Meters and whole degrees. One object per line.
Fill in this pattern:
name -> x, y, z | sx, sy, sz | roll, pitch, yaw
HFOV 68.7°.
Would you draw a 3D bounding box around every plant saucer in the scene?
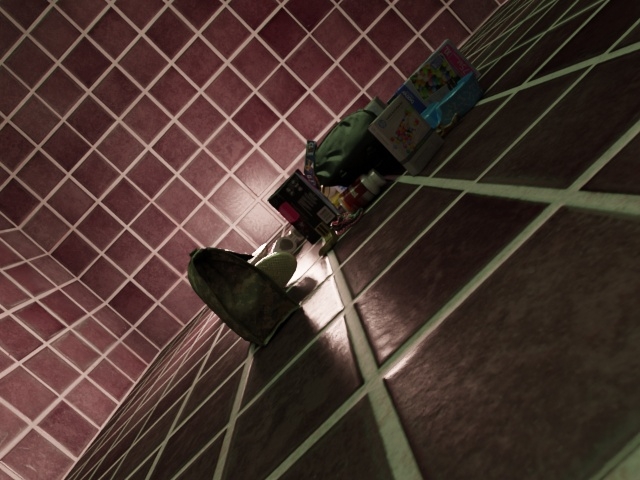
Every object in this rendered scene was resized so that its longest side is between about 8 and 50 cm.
plant saucer -> -0.387, 0.192, 2.417 | 0.400, 0.100, 0.400 | -45, 7, 7
plant saucer -> 0.036, -0.139, 2.093 | 0.188, 0.045, 0.188 | -38, 11, 45

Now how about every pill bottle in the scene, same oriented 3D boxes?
pill bottle -> 0.137, -0.161, 1.530 | 0.152, 0.086, 0.086 | -43, 8, 21

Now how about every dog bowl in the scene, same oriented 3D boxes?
dog bowl -> 0.396, -0.412, 1.505 | 0.166, 0.074, 0.297 | -51, 9, -36

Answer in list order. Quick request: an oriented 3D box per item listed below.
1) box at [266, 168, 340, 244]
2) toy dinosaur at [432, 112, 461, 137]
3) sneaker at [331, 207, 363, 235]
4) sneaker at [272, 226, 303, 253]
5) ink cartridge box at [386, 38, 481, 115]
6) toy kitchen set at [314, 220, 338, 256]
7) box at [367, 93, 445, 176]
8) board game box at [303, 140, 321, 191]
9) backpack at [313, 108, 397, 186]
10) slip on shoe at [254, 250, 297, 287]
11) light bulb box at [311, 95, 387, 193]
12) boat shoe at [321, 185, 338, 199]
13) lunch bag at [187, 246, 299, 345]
box -> -0.060, -0.136, 1.834 | 0.163, 0.247, 0.142 | -44, 9, 12
toy dinosaur -> 0.334, -0.310, 1.421 | 0.112, 0.064, 0.212 | -29, 4, -42
sneaker -> 0.081, -0.069, 1.465 | 0.119, 0.057, 0.047 | -41, 7, 23
sneaker -> -0.158, 0.027, 2.175 | 0.115, 0.090, 0.232 | -48, -4, 38
ink cartridge box -> 0.421, -0.570, 1.762 | 0.311, 0.186, 0.065 | -44, 10, 14
toy kitchen set -> 0.000, 0.000, 1.462 | 0.068, 0.075, 0.083 | -43, 4, 27
box -> 0.238, -0.290, 1.291 | 0.145, 0.186, 0.038 | -49, 8, -26
board game box -> -0.030, -0.313, 2.103 | 0.243, 0.042, 0.164 | 68, -156, -68
backpack -> 0.141, -0.312, 1.653 | 0.290, 0.273, 0.356 | -44, -28, 21
slip on shoe -> -0.186, 0.134, 1.635 | 0.331, 0.123, 0.101 | -46, 2, 38
light bulb box -> 0.183, -0.402, 2.005 | 0.361, 0.225, 0.358 | -44, 8, 21
boat shoe -> 0.011, -0.199, 2.315 | 0.302, 0.104, 0.113 | 168, 112, -68
lunch bag -> -0.226, 0.126, 1.235 | 0.169, 0.287, 0.235 | -49, 8, -19
